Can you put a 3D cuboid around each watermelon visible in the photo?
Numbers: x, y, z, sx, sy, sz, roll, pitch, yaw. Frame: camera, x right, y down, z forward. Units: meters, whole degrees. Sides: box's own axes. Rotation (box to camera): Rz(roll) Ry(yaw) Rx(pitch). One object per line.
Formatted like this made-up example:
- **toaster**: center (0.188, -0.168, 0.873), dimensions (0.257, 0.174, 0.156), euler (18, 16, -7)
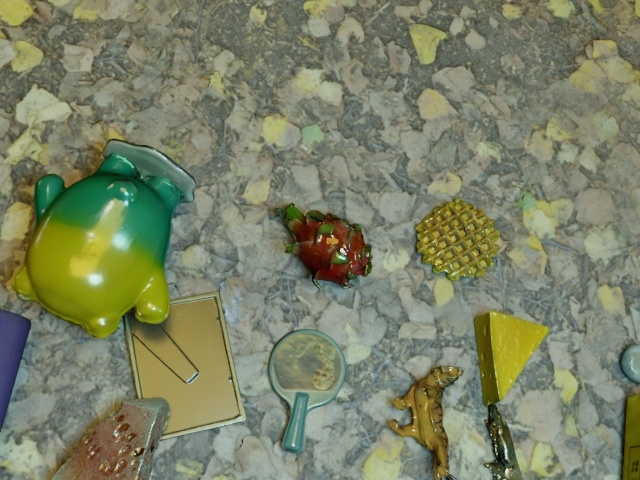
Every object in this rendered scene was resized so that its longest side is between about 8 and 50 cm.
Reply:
- **watermelon**: center (-0.346, 0.376, 1.266), dimensions (0.154, 0.094, 0.241), euler (27, 76, 12)

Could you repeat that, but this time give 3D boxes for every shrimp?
- **shrimp**: center (0.305, 0.416, 1.394), dimensions (0.148, 0.035, 0.195), euler (-6, 73, -9)

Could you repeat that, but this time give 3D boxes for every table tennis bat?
- **table tennis bat**: center (-0.033, 0.282, 1.386), dimensions (0.149, 0.038, 0.237), euler (15, 66, -4)

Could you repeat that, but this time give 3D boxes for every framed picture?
- **framed picture**: center (-0.256, 0.233, 1.372), dimensions (0.189, 0.023, 0.259), euler (-11, 72, -13)

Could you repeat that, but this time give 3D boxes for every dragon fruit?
- **dragon fruit**: center (-0.002, 0.002, 1.439), dimensions (0.236, 0.137, 0.135), euler (36, 105, 6)

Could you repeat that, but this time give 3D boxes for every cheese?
- **cheese**: center (0.357, 0.240, 1.432), dimensions (0.126, 0.093, 0.171), euler (19, 69, -5)

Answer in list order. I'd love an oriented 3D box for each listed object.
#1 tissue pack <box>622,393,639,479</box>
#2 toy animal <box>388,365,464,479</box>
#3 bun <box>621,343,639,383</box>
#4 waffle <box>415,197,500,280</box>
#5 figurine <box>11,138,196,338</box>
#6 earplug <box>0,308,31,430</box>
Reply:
- **tissue pack**: center (0.722, 0.486, 1.331), dimensions (0.294, 0.228, 0.381), euler (14, 67, -2)
- **toy animal**: center (0.208, 0.363, 1.374), dimensions (0.116, 0.114, 0.255), euler (16, 66, -50)
- **bun**: center (0.654, 0.254, 1.501), dimensions (0.083, 0.045, 0.083), euler (3, 73, -9)
- **waffle**: center (0.291, 0.000, 1.539), dimensions (0.191, 0.038, 0.191), euler (3, 69, -9)
- **figurine**: center (-0.388, -0.002, 1.328), dimensions (0.324, 0.231, 0.340), euler (26, 63, -5)
- **earplug**: center (-0.629, 0.328, 1.185), dimensions (0.215, 0.215, 0.455), euler (8, 72, -6)
